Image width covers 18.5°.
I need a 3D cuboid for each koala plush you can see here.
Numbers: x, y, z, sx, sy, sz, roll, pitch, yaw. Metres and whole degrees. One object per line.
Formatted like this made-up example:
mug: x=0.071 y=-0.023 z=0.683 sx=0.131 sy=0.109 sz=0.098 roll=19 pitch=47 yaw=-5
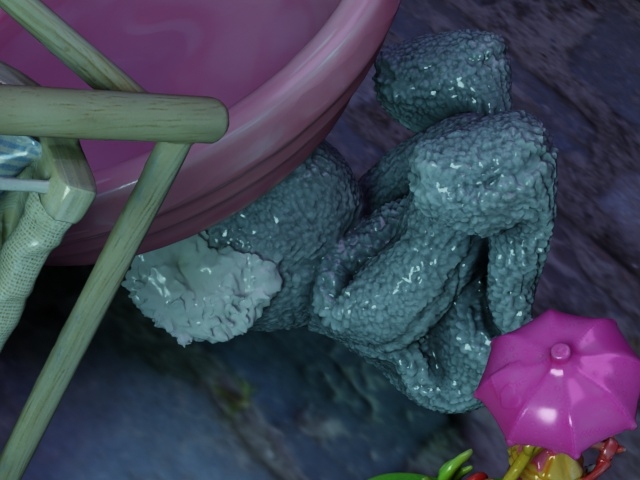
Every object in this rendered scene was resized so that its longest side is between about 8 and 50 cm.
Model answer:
koala plush: x=0.000 y=0.000 z=1.085 sx=0.221 sy=0.203 sz=0.196 roll=1 pitch=25 yaw=-7

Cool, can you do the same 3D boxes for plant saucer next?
plant saucer: x=-0.108 y=-0.102 z=1.055 sx=0.332 sy=0.084 sz=0.332 roll=-14 pitch=40 yaw=12

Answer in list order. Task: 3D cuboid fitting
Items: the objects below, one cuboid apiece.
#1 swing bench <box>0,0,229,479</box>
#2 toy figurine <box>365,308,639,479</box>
swing bench: x=-0.210 y=0.021 z=0.738 sx=0.165 sy=0.253 sz=0.254 roll=40 pitch=31 yaw=20
toy figurine: x=0.115 y=0.105 z=0.993 sx=0.130 sy=0.159 sz=0.173 roll=43 pitch=31 yaw=25
